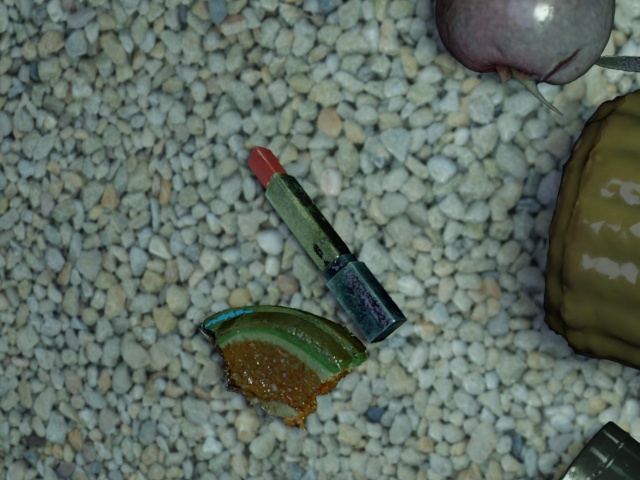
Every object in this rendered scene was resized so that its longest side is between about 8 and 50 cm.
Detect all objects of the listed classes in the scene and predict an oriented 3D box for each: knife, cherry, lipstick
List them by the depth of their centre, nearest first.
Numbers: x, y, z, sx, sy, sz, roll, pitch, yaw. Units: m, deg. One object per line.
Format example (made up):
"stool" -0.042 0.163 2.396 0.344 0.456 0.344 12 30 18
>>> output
"cherry" 0.246 -0.286 1.602 0.213 0.183 0.266 13 86 17
"knife" 0.410 -0.210 1.622 0.170 0.010 0.023 10 97 26
"lipstick" 0.000 0.000 1.801 0.051 0.051 0.312 -43 73 21

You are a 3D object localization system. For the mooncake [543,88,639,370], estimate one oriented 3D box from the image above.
"mooncake" 0.370 -0.010 1.477 0.187 0.324 0.324 16 99 24

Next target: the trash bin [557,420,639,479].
"trash bin" 0.397 0.382 1.552 0.301 0.203 0.252 37 71 17

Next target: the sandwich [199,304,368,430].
"sandwich" -0.068 0.158 1.821 0.235 0.079 0.159 27 103 21
